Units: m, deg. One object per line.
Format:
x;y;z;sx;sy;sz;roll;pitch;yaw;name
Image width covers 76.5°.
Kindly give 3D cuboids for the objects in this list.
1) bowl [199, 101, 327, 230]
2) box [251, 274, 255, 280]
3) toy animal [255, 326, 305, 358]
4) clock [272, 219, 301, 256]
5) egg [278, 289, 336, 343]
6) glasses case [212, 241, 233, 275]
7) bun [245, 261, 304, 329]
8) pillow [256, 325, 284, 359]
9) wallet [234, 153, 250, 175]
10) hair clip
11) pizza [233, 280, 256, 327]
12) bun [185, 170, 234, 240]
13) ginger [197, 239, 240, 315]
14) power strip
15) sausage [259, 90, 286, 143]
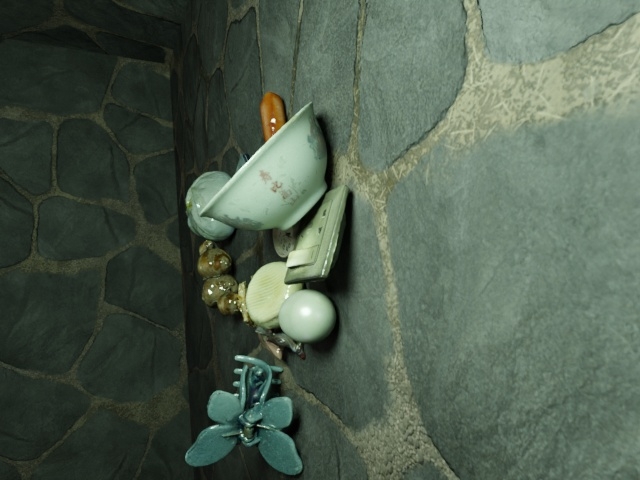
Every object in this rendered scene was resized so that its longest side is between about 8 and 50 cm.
-0.110;-0.155;1.125;0.196;0.434;0.435;45;152;-12;bowl
-0.263;0.167;1.679;0.083;0.024;0.053;-23;71;61;box
-0.128;0.325;1.355;0.202;0.070;0.105;33;116;17;toy animal
-0.099;-0.023;1.328;0.229;0.063;0.155;42;125;49;clock
-0.041;0.214;1.144;0.209;0.151;0.151;154;110;-63;egg
-0.500;0.095;2.014;0.190;0.042;0.072;62;160;-10;glasses case
-0.137;0.182;1.326;0.223;0.127;0.222;-11;68;29;bun
-0.184;0.291;1.481;0.223;0.084;0.235;3;96;60;pillow
-0.318;-0.245;1.736;0.167;0.036;0.222;-60;42;44;wallet
-0.241;0.597;1.423;0.238;0.393;0.318;-93;9;-70;hair clip
-0.282;0.250;1.559;0.226;0.069;0.147;61;-150;-65;pizza
-0.529;-0.167;1.950;0.362;0.211;0.361;1;92;61;bun
-0.471;0.174;1.891;0.256;0.176;0.375;-26;80;54;ginger
0.001;0.002;1.096;0.257;0.092;0.251;-17;48;61;power strip
-0.150;-0.352;1.374;0.089;0.084;0.299;-9;87;55;sausage
